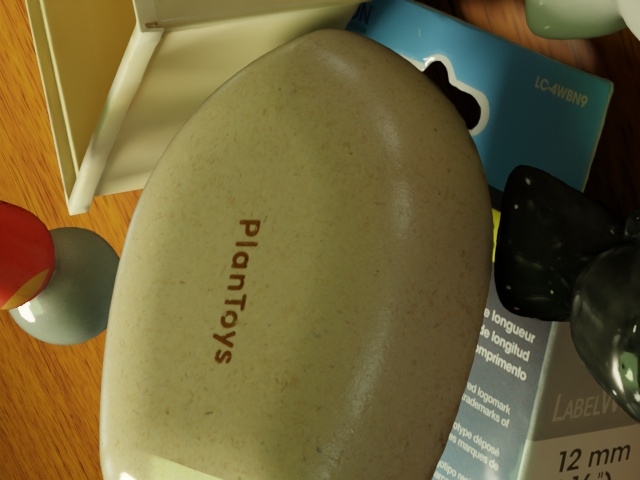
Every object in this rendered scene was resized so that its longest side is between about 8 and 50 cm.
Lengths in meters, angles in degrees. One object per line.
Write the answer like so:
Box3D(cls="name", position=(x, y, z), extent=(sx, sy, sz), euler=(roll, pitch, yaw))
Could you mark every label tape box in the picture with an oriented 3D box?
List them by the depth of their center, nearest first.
Box3D(cls="label tape box", position=(0.076, 0.045, 0.981), extent=(0.249, 0.115, 0.348), euler=(31, 116, 49))

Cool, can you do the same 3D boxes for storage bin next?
Box3D(cls="storage bin", position=(-0.088, -0.185, 0.959), extent=(0.262, 0.123, 0.260), euler=(129, 129, -67))

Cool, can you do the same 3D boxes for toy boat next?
Box3D(cls="toy boat", position=(-0.056, 0.025, 0.876), extent=(0.318, 0.267, 0.148), euler=(8, 167, 33))

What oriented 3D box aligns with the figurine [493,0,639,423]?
Box3D(cls="figurine", position=(0.129, -0.048, 0.730), extent=(0.209, 0.092, 0.215), euler=(-148, 62, -70))
